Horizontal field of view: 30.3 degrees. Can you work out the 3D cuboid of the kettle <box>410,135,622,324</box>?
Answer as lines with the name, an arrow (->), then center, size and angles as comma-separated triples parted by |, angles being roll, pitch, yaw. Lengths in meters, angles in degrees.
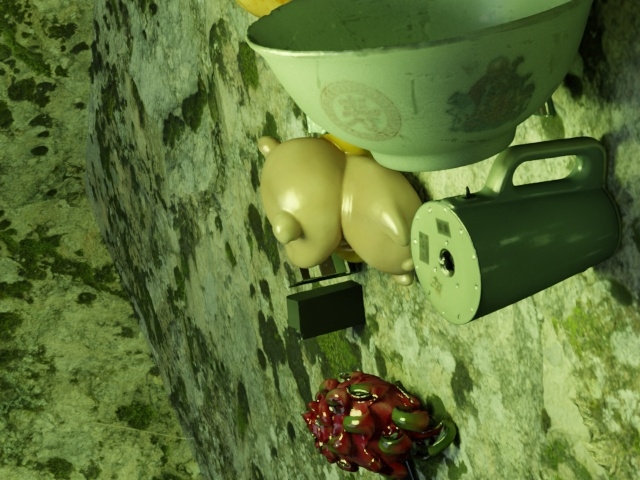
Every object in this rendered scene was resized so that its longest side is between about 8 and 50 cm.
kettle -> 0.255, -0.026, 1.503 | 0.160, 0.243, 0.211 | 35, 136, 56

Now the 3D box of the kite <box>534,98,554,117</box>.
kite -> 0.176, -0.258, 1.613 | 0.314, 0.335, 0.011 | -61, -10, 7

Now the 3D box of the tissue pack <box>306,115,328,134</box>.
tissue pack -> 0.092, -0.269, 1.719 | 0.081, 0.257, 0.185 | -160, 58, -67

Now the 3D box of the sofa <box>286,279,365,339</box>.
sofa -> 0.008, 0.133, 2.279 | 0.060, 0.147, 0.085 | 19, 119, 60

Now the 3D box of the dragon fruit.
dragon fruit -> 0.094, 0.338, 2.128 | 0.218, 0.198, 0.273 | 56, 165, -21

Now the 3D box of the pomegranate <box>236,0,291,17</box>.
pomegranate -> -0.016, -0.488, 1.813 | 0.338, 0.338, 0.338 | 44, 142, 51

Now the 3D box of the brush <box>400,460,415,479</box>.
brush -> 0.183, 0.499, 2.252 | 0.193, 0.016, 0.063 | 72, 157, 12

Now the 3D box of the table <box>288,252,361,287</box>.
table -> 0.000, 0.000, 2.211 | 0.062, 0.175, 0.146 | -25, 79, 50

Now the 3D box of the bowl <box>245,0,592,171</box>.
bowl -> 0.137, -0.205, 1.455 | 0.435, 0.434, 0.196 | 33, 138, 58

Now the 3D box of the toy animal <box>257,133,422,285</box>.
toy animal -> 0.014, -0.039, 2.042 | 0.345, 0.246, 0.277 | 59, 153, 34
